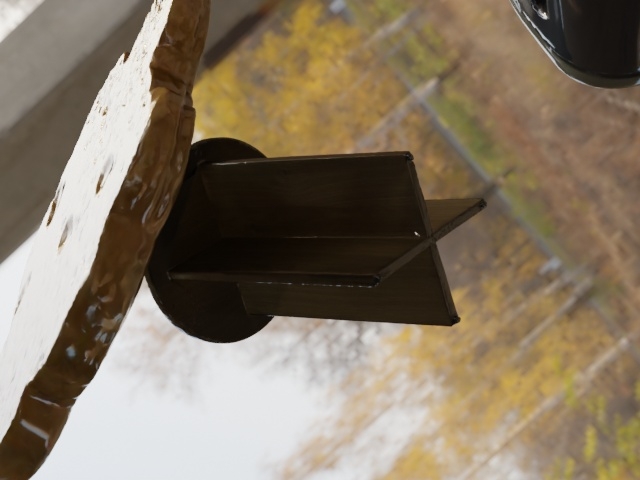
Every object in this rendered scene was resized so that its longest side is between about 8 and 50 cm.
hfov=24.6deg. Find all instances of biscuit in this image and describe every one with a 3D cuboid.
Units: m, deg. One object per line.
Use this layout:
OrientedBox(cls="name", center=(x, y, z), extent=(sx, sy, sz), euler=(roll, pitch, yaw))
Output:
OrientedBox(cls="biscuit", center=(-0.153, -0.007, 1.019), extent=(0.051, 0.376, 0.269), euler=(21, -175, -19))

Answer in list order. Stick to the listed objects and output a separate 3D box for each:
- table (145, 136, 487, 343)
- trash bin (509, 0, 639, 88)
OrientedBox(cls="table", center=(0.000, 0.000, 1.101), extent=(0.227, 0.167, 0.167), euler=(0, 145, 44))
OrientedBox(cls="trash bin", center=(0.191, -0.246, 0.800), extent=(0.182, 0.290, 0.209), euler=(14, 152, 20))
